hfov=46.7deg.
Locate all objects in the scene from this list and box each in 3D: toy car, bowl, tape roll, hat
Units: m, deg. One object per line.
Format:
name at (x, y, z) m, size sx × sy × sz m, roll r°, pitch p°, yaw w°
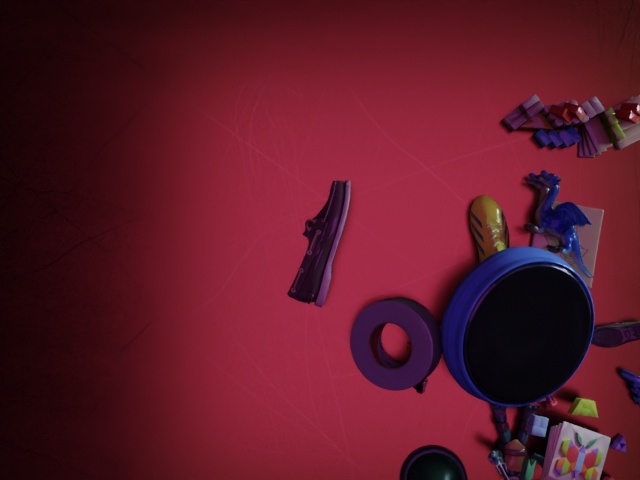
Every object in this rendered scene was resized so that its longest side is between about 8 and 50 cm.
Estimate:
toy car at (0.249, 0.318, 1.853) m, size 0.040 × 0.060 × 0.122 m, roll -5°, pitch 96°, yaw -29°
bowl at (0.475, 0.211, 1.749) m, size 0.391 × 0.077 × 0.391 m, roll -5°, pitch 105°, yaw -18°
tape roll at (0.184, 0.250, 1.804) m, size 0.219 × 0.072 × 0.219 m, roll 2°, pitch 95°, yaw 30°
hat at (0.282, 0.620, 1.778) m, size 0.172 × 0.183 × 0.209 m, roll -6°, pitch 88°, yaw 3°

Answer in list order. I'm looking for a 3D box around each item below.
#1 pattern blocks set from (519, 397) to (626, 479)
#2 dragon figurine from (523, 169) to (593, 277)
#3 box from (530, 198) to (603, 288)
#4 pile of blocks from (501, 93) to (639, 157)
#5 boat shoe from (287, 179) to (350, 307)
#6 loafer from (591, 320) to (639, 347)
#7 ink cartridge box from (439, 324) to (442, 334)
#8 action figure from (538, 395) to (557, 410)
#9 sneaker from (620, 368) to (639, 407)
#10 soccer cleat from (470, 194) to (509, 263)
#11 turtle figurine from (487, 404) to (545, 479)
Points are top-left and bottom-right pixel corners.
pattern blocks set at (0.611, 0.520, 1.765) m, size 0.324 × 0.026 × 0.286 m, roll 5°, pitch 89°, yaw -26°
dragon figurine at (0.598, -0.043, 1.803) m, size 0.289 × 0.085 × 0.144 m, roll 43°, pitch 92°, yaw 5°
box at (0.612, 0.007, 1.856) m, size 0.164 × 0.021 × 0.201 m, roll 10°, pitch 89°, yaw 3°
pile of blocks at (0.636, -0.284, 1.815) m, size 0.362 × 0.112 × 0.149 m, roll 0°, pitch 89°, yaw 3°
boat shoe at (0.000, 0.000, 1.844) m, size 0.096 × 0.116 × 0.325 m, roll 14°, pitch 95°, yaw 0°
loafer at (0.741, 0.232, 1.832) m, size 0.148 × 0.050 × 0.056 m, roll -10°, pitch 85°, yaw 18°
ink cartridge box at (0.369, 0.223, 1.828) m, size 0.143 × 0.092 × 0.090 m, roll -33°, pitch 88°, yaw 2°
action figure at (0.551, 0.393, 1.803) m, size 0.038 × 0.115 × 0.030 m, roll -36°, pitch 87°, yaw 1°
sneaker at (0.791, 0.376, 1.823) m, size 0.144 × 0.053 × 0.059 m, roll 42°, pitch 93°, yaw 4°
soccer cleat at (0.429, 0.029, 1.814) m, size 0.093 × 0.121 × 0.289 m, roll -8°, pitch 89°, yaw 2°
turtle figurine at (0.475, 0.519, 1.803) m, size 0.175 × 0.118 × 0.234 m, roll 4°, pitch 78°, yaw -17°
